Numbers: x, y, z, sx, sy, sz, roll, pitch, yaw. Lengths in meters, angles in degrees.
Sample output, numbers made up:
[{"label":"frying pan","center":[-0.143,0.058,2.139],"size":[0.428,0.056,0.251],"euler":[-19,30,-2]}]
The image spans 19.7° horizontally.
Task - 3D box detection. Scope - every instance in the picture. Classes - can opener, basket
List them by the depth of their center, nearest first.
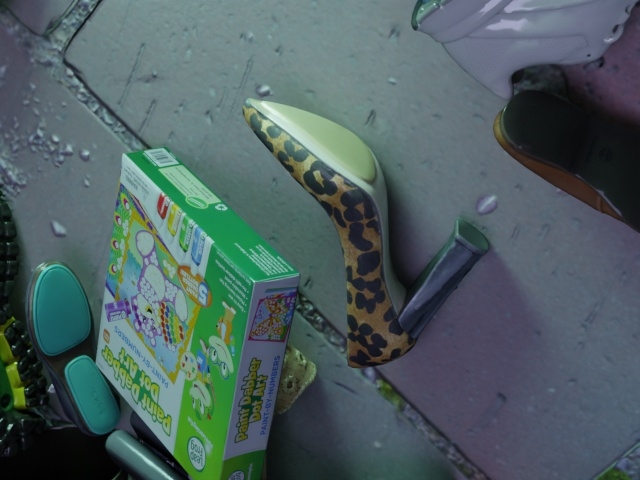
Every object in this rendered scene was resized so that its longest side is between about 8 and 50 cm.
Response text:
[{"label":"can opener","center":[-0.101,0.242,1.787],"size":[0.280,0.074,0.093],"euler":[30,155,36]},{"label":"basket","center":[-0.284,0.336,1.944],"size":[0.154,0.204,0.227],"euler":[41,144,52]}]

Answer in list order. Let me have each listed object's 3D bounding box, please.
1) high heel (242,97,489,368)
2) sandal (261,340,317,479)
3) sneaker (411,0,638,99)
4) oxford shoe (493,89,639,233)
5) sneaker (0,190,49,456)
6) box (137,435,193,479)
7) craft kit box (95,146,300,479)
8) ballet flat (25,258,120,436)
[{"label":"high heel","center":[0.000,0.000,1.687],"size":[0.261,0.093,0.186],"euler":[36,117,-5]},{"label":"sandal","center":[-0.043,0.138,1.803],"size":[0.079,0.088,0.240],"euler":[-5,122,-7]},{"label":"sneaker","center":[0.218,-0.220,1.495],"size":[0.297,0.111,0.129],"euler":[-27,115,37]},{"label":"oxford shoe","center":[0.243,-0.059,1.573],"size":[0.212,0.076,0.076],"euler":[32,168,-4]},{"label":"sneaker","center":[-0.394,0.059,1.882],"size":[0.146,0.134,0.343],"euler":[4,110,34]},{"label":"box","center":[-0.156,0.217,1.911],"size":[0.067,0.018,0.083],"euler":[8,116,22]},{"label":"craft kit box","center":[-0.123,0.077,1.736],"size":[0.250,0.061,0.247],"euler":[42,134,44]},{"label":"ballet flat","center":[-0.262,0.108,1.882],"size":[0.074,0.074,0.203],"euler":[-5,116,27]}]
